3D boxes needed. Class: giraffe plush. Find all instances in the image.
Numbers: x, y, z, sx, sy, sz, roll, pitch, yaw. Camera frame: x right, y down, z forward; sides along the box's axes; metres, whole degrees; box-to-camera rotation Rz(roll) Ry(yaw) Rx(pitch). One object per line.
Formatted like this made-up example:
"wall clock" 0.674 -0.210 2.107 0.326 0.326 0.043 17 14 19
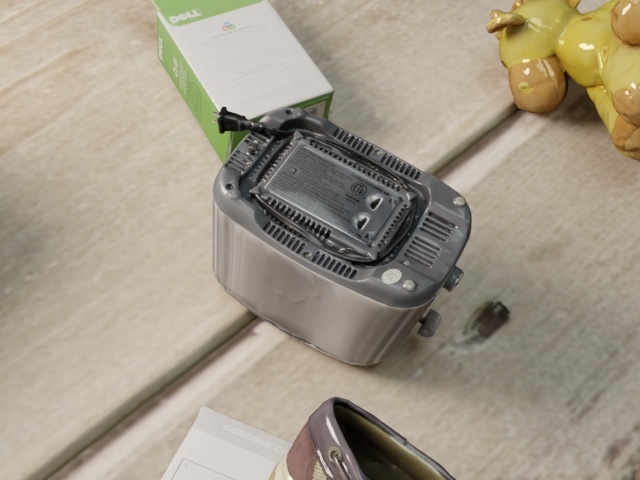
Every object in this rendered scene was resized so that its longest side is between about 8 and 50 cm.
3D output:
"giraffe plush" 0.249 -0.182 0.974 0.171 0.181 0.210 3 65 18

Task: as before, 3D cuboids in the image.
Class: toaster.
"toaster" 0.000 0.000 0.806 0.227 0.146 0.129 28 56 9

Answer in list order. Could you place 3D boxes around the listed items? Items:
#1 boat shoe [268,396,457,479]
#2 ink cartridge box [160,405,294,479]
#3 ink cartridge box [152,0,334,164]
"boat shoe" 0.089 0.210 0.659 0.285 0.092 0.103 36 33 25
"ink cartridge box" 0.000 0.264 0.681 0.296 0.066 0.261 22 31 5
"ink cartridge box" -0.087 -0.178 0.961 0.109 0.062 0.209 -22 63 -22
